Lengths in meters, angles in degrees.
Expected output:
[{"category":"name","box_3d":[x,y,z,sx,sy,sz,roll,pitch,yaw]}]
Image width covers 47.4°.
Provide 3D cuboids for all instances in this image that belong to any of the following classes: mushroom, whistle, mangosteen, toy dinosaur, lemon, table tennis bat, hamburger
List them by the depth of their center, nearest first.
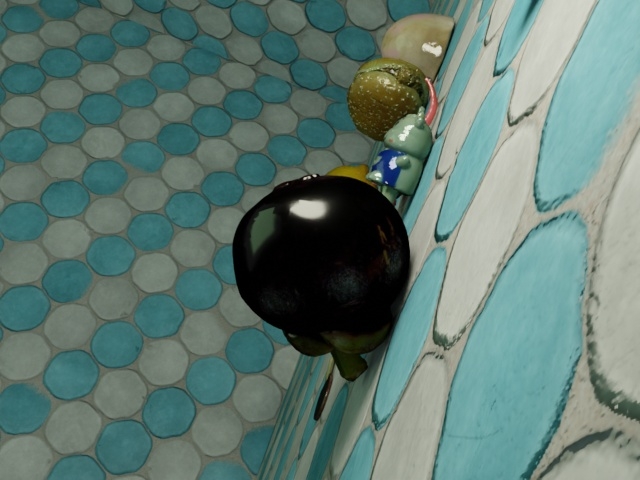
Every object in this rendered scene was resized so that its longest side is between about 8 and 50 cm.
[{"category":"mangosteen","box_3d":[0.010,0.056,1.049,0.275,0.274,0.302,-81,-24,-86]},{"category":"whistle","box_3d":[0.139,-0.132,1.337,0.110,0.092,0.245,-130,62,-84]},{"category":"toy dinosaur","box_3d":[0.183,-0.173,1.473,0.286,0.070,0.139,-67,-22,-11]},{"category":"table tennis bat","box_3d":[0.010,0.306,1.528,0.156,0.013,0.087,-71,1,-49]},{"category":"hamburger","box_3d":[0.158,-0.338,1.745,0.215,0.189,0.122,108,-176,-57]},{"category":"mushroom","box_3d":[0.230,-0.482,1.855,0.173,0.162,0.236,-64,-6,-80]},{"category":"lemon","box_3d":[0.069,-0.101,2.051,0.188,0.188,0.257,-71,5,-72]}]
